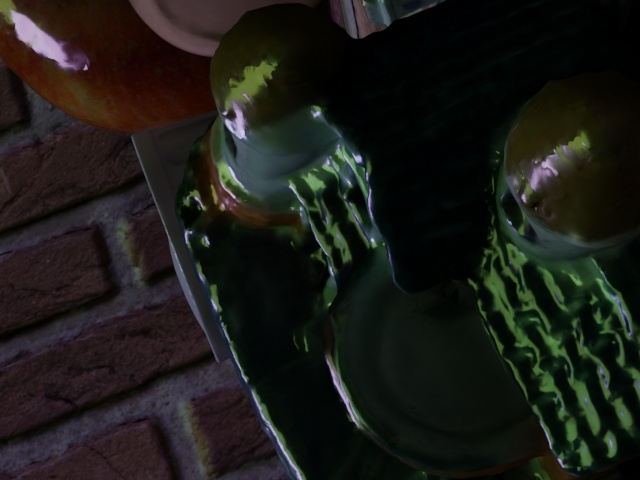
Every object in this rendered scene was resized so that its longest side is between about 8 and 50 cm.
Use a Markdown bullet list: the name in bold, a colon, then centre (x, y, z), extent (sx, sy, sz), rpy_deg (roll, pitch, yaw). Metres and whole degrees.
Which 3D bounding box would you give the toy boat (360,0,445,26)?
- **toy boat**: centre (0.052, -0.123, 0.958), extent (0.059, 0.066, 0.140), rpy_deg (68, 180, -62)

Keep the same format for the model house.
- **model house**: centre (0.058, 0.002, 0.746), extent (0.291, 0.184, 0.253), rpy_deg (101, 147, -74)

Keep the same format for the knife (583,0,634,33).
- **knife**: centre (0.104, -0.110, 0.664), extent (0.210, 0.015, 0.028), rpy_deg (84, 170, -75)

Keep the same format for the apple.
- **apple**: centre (-0.155, -0.229, 1.754), extent (0.301, 0.301, 0.302), rpy_deg (159, 90, -86)

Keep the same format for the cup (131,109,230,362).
- **cup**: centre (-0.002, -0.004, 1.361), extent (0.167, 0.202, 0.221), rpy_deg (-140, 29, -83)

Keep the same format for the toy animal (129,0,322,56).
- **toy animal**: centre (-0.086, -0.248, 1.362), extent (0.256, 0.195, 0.213), rpy_deg (-111, 22, -53)
